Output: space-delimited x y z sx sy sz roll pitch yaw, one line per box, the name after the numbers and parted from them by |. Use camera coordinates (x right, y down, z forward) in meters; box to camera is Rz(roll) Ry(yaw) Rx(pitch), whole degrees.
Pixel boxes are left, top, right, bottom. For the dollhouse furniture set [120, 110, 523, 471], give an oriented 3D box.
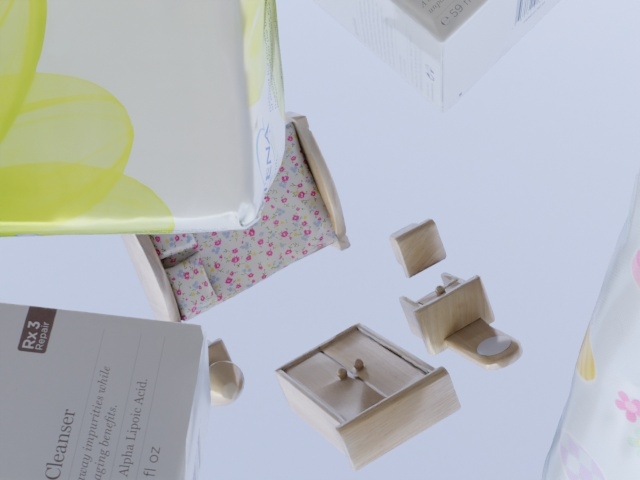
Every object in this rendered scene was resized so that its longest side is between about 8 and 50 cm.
0.000 0.000 1.060 0.303 0.355 0.174 -28 -158 -17 | dollhouse furniture set

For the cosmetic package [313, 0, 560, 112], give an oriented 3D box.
0.098 -0.275 0.988 0.225 0.138 0.224 43 -99 17 | cosmetic package

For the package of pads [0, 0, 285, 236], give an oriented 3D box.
-0.135 -0.148 0.558 0.229 0.296 0.101 -1 -166 3 | package of pads

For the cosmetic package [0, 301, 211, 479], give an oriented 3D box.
-0.284 0.165 0.871 0.385 0.156 0.217 6 -124 -1 | cosmetic package

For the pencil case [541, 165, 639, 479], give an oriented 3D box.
0.177 0.048 0.508 0.124 0.273 0.113 22 -134 19 | pencil case
